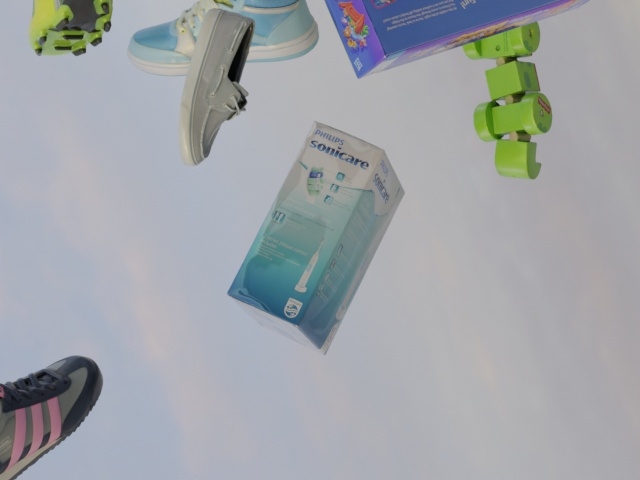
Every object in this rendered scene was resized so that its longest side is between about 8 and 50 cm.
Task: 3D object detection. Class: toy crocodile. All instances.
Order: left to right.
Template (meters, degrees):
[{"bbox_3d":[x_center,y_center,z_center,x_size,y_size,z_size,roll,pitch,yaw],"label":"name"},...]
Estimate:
[{"bbox_3d":[0.307,-0.265,2.425,0.105,0.115,0.341,-7,-91,-53],"label":"toy crocodile"}]

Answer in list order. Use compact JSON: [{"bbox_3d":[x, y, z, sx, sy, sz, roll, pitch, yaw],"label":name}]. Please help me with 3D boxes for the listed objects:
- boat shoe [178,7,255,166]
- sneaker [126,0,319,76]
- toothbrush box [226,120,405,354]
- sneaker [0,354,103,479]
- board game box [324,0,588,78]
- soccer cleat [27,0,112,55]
[{"bbox_3d":[-0.140,-0.211,2.097,0.079,0.081,0.228,41,-121,-74],"label":"boat shoe"},{"bbox_3d":[-0.174,-0.386,2.437,0.127,0.319,0.208,-94,-7,-48],"label":"sneaker"},{"bbox_3d":[0.000,0.000,2.286,0.296,0.126,0.216,-63,-18,-8],"label":"toothbrush box"},{"bbox_3d":[-0.427,0.237,2.115,0.319,0.112,0.131,-45,-44,-41],"label":"sneaker"},{"bbox_3d":[0.156,-0.357,1.821,0.347,0.078,0.233,-20,-95,-28],"label":"board game box"},{"bbox_3d":[-0.290,-0.315,1.749,0.289,0.093,0.121,123,134,-60],"label":"soccer cleat"}]
